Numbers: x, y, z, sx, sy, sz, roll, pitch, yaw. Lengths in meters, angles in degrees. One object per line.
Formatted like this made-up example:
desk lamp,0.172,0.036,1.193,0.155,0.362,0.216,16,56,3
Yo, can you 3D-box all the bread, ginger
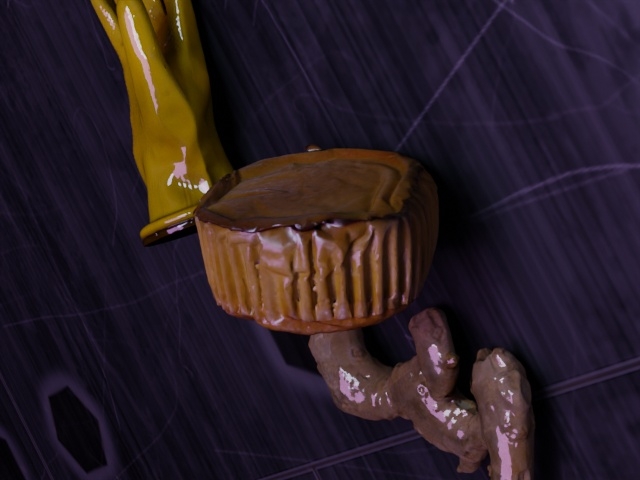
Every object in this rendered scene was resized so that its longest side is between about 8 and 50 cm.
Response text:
bread,0.001,0.000,0.967,0.199,0.199,0.104,15,119,43
ginger,0.090,0.119,1.044,0.259,0.065,0.149,40,122,36

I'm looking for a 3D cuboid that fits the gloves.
gloves,-0.155,-0.151,1.146,0.133,0.116,0.294,-20,88,44
